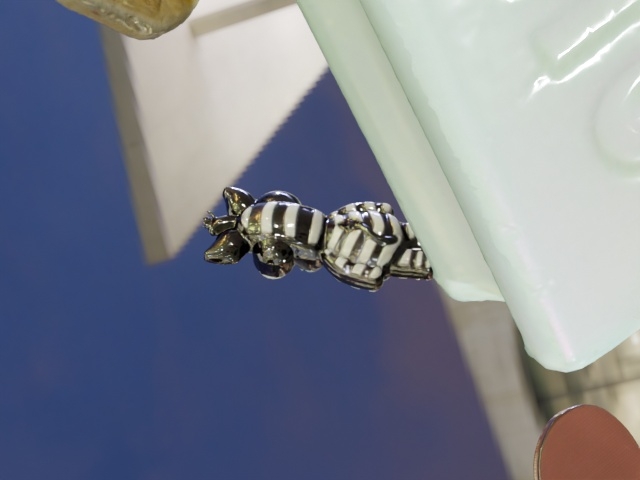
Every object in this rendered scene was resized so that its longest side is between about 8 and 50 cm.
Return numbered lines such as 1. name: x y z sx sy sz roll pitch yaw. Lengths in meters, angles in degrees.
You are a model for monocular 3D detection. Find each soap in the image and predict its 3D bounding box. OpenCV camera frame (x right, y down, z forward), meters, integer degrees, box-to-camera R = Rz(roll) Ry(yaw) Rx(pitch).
1. soap: 0.076 -0.114 0.577 0.095 0.173 0.289 41 163 52

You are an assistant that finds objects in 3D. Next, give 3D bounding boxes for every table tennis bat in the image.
1. table tennis bat: 0.268 0.255 1.619 0.130 0.019 0.220 -32 -79 -32

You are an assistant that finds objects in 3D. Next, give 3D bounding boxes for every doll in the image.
1. doll: 0.000 0.000 1.608 0.067 0.219 0.091 95 -175 -55

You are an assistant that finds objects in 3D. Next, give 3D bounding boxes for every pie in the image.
1. pie: -0.200 -0.290 1.718 0.195 0.046 0.195 17 -119 -33
